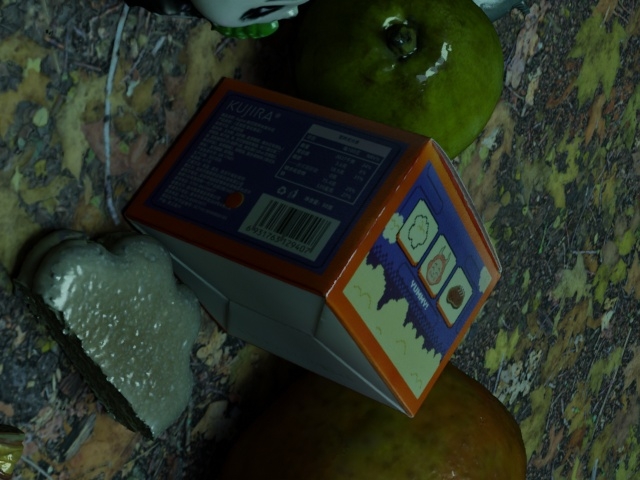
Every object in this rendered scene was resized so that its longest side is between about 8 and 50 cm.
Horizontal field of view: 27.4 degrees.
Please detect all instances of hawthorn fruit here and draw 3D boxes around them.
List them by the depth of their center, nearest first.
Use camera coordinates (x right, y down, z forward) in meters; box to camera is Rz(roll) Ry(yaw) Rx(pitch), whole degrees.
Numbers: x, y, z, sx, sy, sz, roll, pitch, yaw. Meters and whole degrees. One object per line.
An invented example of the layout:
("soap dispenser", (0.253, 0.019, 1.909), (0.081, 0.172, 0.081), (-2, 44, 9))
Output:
("hawthorn fruit", (0.100, 0.377, 1.947), (0.472, 0.472, 0.471), (-27, 127, -43))

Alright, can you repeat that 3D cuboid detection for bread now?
("bread", (-0.245, 0.097, 1.649), (0.183, 0.102, 0.337), (-54, 139, -27))

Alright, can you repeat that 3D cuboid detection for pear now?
("pear", (0.103, -0.235, 1.743), (0.375, 0.287, 0.287), (41, 71, -85))

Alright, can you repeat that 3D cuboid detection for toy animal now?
("toy animal", (-0.103, -0.331, 1.484), (0.212, 0.267, 0.212), (-35, 136, -43))

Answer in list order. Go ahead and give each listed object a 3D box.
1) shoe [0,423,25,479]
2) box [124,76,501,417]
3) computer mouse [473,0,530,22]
("shoe", (-0.401, 0.250, 1.541), (0.109, 0.072, 0.069), (-1, 102, -52))
("box", (0.000, 0.000, 1.705), (0.257, 0.349, 0.318), (-57, 141, -17))
("computer mouse", (0.179, -0.451, 1.862), (0.188, 0.122, 0.371), (-44, 120, 8))
